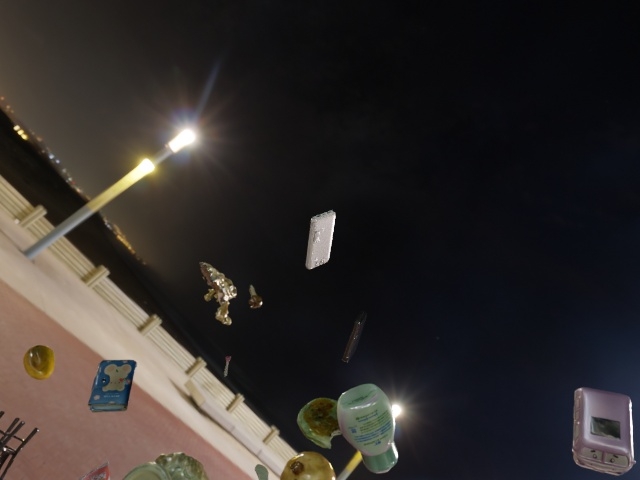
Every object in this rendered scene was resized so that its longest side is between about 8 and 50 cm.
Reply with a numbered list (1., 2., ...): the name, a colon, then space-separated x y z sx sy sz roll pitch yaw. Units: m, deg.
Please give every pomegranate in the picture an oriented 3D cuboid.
1. pomegranate: -0.056 1.159 2.160 0.307 0.307 0.307 41 -18 16

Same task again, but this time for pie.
1. pie: 0.028 0.902 2.283 0.303 0.303 0.066 28 -55 46

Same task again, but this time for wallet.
1. wallet: -0.775 0.539 1.711 0.202 0.141 0.059 -102 -162 -50
2. wallet: 0.166 0.469 2.216 0.044 0.249 0.149 21 19 14

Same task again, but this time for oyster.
1. oyster: -0.324 0.135 1.475 0.133 0.072 0.208 29 -33 48

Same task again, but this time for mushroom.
1. mushroom: -0.326 0.270 2.216 0.187 0.062 0.059 -138 -138 -65

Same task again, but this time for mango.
1. mango: -0.801 0.348 1.309 0.114 0.079 0.057 50 -48 31

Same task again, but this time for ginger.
1. ginger: -0.525 0.337 2.423 0.193 0.176 0.053 39 -40 -15

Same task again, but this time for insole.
1. insole: -0.242 0.981 1.917 0.063 0.010 0.192 24 -7 -14

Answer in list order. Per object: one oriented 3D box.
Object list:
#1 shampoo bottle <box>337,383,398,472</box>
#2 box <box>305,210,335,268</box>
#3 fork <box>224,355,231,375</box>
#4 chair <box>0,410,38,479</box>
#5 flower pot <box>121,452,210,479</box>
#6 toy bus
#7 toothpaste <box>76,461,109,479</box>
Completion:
1. shampoo bottle: 0.202 0.754 1.808 0.151 0.222 0.349 -144 -147 -73
2. box: 0.000 0.000 2.167 0.044 0.142 0.284 34 -50 37
3. fork: -0.299 0.399 1.465 0.012 0.016 0.115 -95 -163 -48
4. chair: -0.934 0.614 1.309 0.102 0.212 0.084 14 -34 20
5. flower pot: -0.546 0.890 1.579 0.308 0.307 0.244 36 -15 30
6. toy bus: 0.772 0.522 1.260 0.142 0.202 0.142 5 -34 24
7. toothpaste: -0.622 0.671 1.270 0.057 0.089 0.234 47 -37 25
